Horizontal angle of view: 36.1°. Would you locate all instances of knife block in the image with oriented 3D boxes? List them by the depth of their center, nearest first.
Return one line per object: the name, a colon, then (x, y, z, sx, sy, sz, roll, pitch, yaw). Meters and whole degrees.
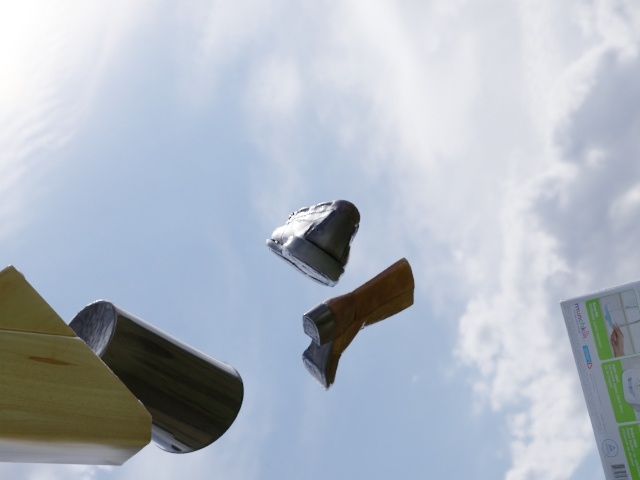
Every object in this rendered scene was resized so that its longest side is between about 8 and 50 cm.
knife block: (-0.318, 0.147, 0.833, 0.242, 0.275, 0.088, -43, 1, -38)

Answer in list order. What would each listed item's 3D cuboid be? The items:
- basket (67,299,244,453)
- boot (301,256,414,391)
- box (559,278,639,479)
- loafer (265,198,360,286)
basket: (-0.257, 0.194, 1.419, 0.227, 0.204, 0.154, 41, -125, -39)
boot: (0.088, 0.189, 2.209, 0.280, 0.096, 0.264, -28, -48, -26)
box: (0.456, 0.171, 1.234, 0.127, 0.231, 0.261, -3, -104, -45)
loafer: (0.000, 0.000, 1.288, 0.095, 0.109, 0.302, -56, 7, -5)
